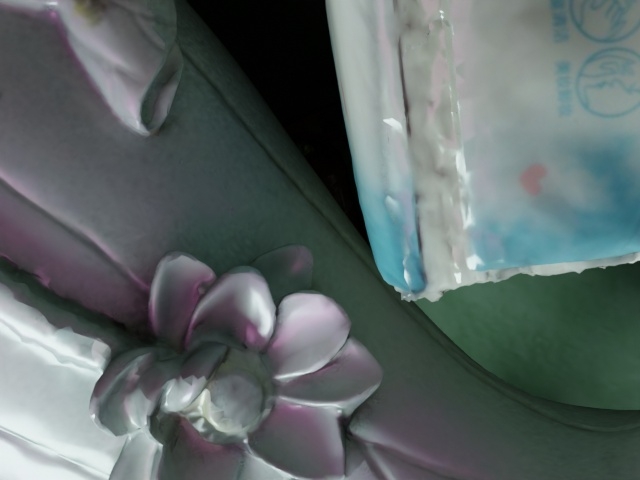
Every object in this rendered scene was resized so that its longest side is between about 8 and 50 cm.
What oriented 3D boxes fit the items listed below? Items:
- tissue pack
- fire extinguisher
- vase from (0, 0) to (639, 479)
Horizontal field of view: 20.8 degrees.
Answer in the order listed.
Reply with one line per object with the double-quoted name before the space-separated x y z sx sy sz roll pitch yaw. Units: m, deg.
"tissue pack" 0.050 -0.147 0.492 0.124 0.201 0.271 -9 118 -2
"fire extinguisher" 0.000 0.000 0.750 0.056 0.039 0.132 -6 123 16
"vase" -0.080 0.019 0.635 0.445 0.250 0.250 35 132 8
